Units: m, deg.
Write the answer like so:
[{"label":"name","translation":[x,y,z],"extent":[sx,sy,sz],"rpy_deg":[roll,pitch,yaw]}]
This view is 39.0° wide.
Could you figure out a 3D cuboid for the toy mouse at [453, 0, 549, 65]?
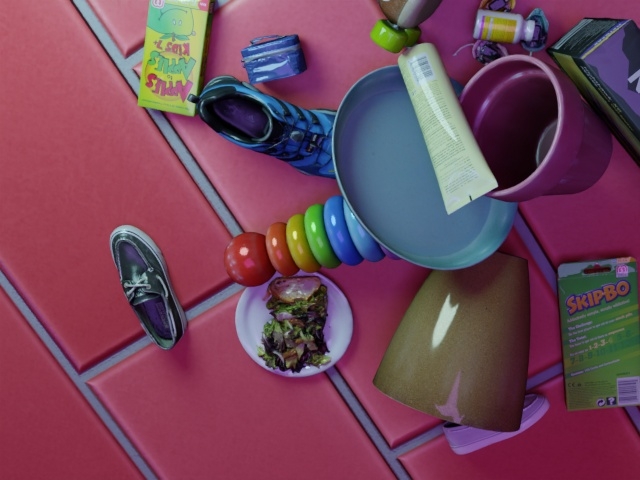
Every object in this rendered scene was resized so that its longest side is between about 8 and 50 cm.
[{"label":"toy mouse","translation":[0.283,-0.301,1.346],"extent":[0.161,0.031,0.143],"rpy_deg":[-37,99,15]}]

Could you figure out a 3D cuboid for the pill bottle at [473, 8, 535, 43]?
[{"label":"pill bottle","translation":[0.265,-0.308,1.305],"extent":[0.083,0.043,0.043],"rpy_deg":[9,108,4]}]

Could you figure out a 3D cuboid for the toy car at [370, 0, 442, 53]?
[{"label":"toy car","translation":[0.087,-0.388,1.292],"extent":[0.188,0.149,0.155],"rpy_deg":[36,117,6]}]

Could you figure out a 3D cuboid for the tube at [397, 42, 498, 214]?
[{"label":"tube","translation":[0.175,-0.162,1.281],"extent":[0.062,0.070,0.240],"rpy_deg":[-16,73,-5]}]

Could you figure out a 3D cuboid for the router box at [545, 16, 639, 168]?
[{"label":"router box","translation":[0.459,-0.168,1.256],"extent":[0.081,0.243,0.309],"rpy_deg":[-40,98,11]}]

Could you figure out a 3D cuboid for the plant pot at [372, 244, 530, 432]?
[{"label":"plant pot","translation":[0.227,0.134,1.400],"extent":[0.237,0.237,0.254],"rpy_deg":[15,94,1]}]

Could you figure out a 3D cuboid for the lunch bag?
[{"label":"lunch bag","translation":[-0.075,-0.278,1.372],"extent":[0.098,0.067,0.065],"rpy_deg":[-11,105,10]}]

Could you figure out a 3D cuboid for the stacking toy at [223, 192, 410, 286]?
[{"label":"stacking toy","translation":[0.000,0.000,1.421],"extent":[0.330,0.141,0.141],"rpy_deg":[-19,104,15]}]

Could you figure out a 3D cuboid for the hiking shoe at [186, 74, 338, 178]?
[{"label":"hiking shoe","translation":[-0.050,-0.156,1.372],"extent":[0.304,0.132,0.113],"rpy_deg":[18,108,0]}]

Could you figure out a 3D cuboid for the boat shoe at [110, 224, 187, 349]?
[{"label":"boat shoe","translation":[-0.287,0.079,1.501],"extent":[0.078,0.070,0.219],"rpy_deg":[-23,103,12]}]

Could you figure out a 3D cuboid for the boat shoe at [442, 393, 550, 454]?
[{"label":"boat shoe","translation":[0.291,0.294,1.515],"extent":[0.184,0.066,0.063],"rpy_deg":[-28,103,23]}]

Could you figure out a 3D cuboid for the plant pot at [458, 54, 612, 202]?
[{"label":"plant pot","translation":[0.314,-0.145,1.296],"extent":[0.180,0.201,0.201],"rpy_deg":[12,114,-41]}]

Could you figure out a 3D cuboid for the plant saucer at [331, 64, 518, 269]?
[{"label":"plant saucer","translation":[0.150,-0.104,1.321],"extent":[0.317,0.317,0.044],"rpy_deg":[43,149,-7]}]

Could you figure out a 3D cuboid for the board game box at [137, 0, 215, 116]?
[{"label":"board game box","translation":[-0.223,-0.291,1.396],"extent":[0.092,0.043,0.181],"rpy_deg":[11,108,2]}]

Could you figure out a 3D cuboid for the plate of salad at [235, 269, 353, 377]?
[{"label":"plate of salad","translation":[-0.045,0.141,1.507],"extent":[0.200,0.048,0.199],"rpy_deg":[1,107,5]}]

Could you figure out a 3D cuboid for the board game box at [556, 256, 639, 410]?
[{"label":"board game box","translation":[0.452,0.150,1.464],"extent":[0.124,0.039,0.259],"rpy_deg":[-6,109,7]}]
